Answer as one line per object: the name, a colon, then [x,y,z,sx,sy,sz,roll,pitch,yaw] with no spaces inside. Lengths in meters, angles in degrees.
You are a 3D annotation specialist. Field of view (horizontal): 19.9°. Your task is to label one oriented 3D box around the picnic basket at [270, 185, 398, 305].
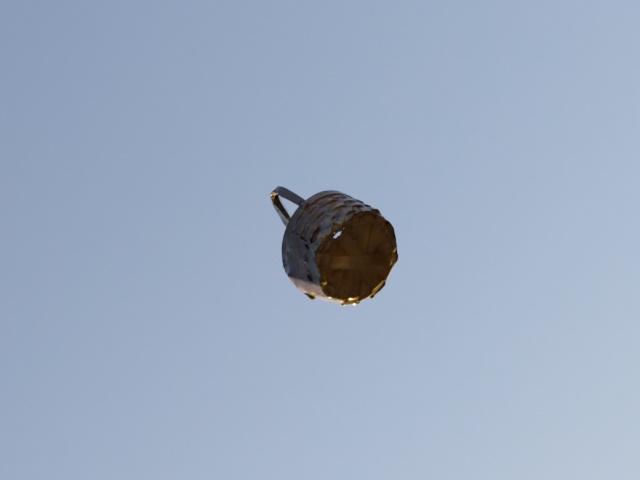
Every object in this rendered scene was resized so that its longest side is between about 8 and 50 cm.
picnic basket: [0.000,0.000,1.096,0.072,0.083,0.072,-15,-62,-30]
